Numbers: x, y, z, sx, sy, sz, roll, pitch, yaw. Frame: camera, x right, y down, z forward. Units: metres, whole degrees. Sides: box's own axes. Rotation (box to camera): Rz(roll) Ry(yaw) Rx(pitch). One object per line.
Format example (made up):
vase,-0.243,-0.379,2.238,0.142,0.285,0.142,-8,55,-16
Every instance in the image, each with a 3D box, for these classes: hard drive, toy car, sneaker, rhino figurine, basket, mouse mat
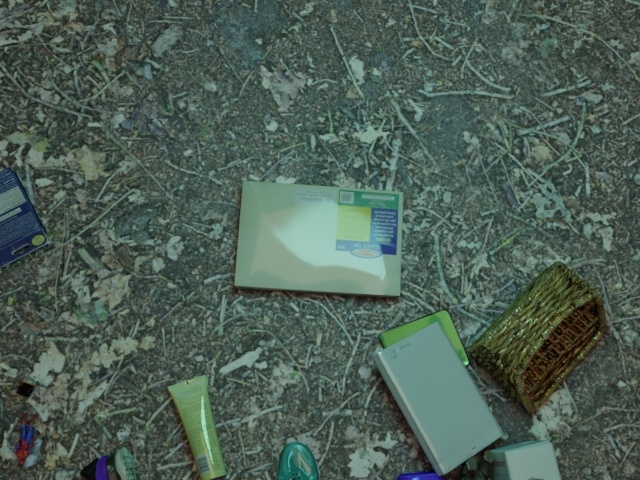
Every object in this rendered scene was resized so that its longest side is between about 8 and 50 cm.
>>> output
hard drive,0.276,0.363,1.862,0.203,0.040,0.307,-22,78,-32
toy car,-0.723,0.330,1.859,0.122,0.060,0.040,12,44,-6
sneaker,-0.057,0.578,1.778,0.107,0.110,0.275,0,53,5
rhino figurine,0.337,0.596,1.774,0.073,0.106,0.243,13,59,5
sneaker,-0.466,0.627,1.780,0.146,0.102,0.293,-17,73,-2
basket,0.533,0.225,1.859,0.299,0.213,0.223,-43,81,-11
mouse mat,0.254,0.265,1.943,0.190,0.007,0.152,-19,78,-8

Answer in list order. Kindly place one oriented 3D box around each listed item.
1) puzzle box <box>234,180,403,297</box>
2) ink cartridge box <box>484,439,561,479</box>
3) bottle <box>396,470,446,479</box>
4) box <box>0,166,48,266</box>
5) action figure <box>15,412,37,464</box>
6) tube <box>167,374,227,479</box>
puzzle box,0.000,0.000,1.974,0.409,0.052,0.271,4,76,-2
ink cartridge box,0.468,0.592,1.773,0.114,0.197,0.272,-9,76,-5
bottle,0.240,0.669,1.796,0.118,0.092,0.282,-2,76,-15
box,-0.772,-0.055,1.959,0.137,0.036,0.225,-29,78,-9
action figure,-0.681,0.460,1.841,0.038,0.030,0.115,8,81,5
tube,-0.279,0.439,1.854,0.070,0.062,0.240,-1,64,-48
